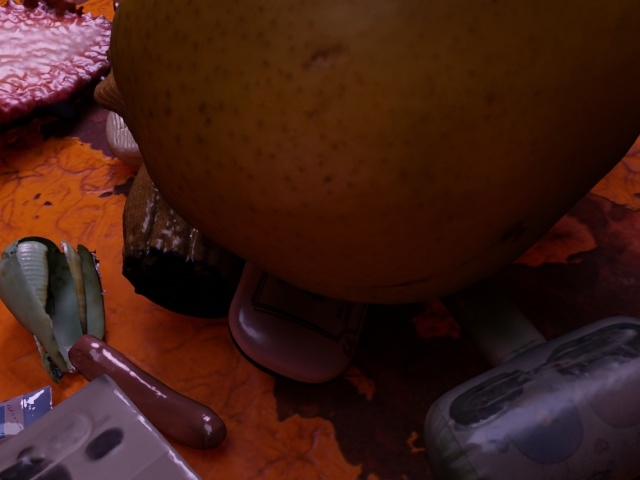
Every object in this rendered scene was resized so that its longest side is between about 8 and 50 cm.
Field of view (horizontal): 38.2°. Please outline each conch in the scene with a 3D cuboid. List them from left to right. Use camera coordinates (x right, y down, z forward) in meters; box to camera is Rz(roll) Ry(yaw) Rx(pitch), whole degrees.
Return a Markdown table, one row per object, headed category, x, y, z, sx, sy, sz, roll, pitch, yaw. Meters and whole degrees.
| category | x | y | z | sx | sy | sz | roll | pitch | yaw |
| --- | --- | --- | --- | --- | --- | --- | --- | --- | --- |
| conch | -0.258 | 0.060 | 0.927 | 0.106 | 0.079 | 0.170 | -32 | 62 | -9 |

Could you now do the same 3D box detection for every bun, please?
| category | x | y | z | sx | sy | sz | roll | pitch | yaw |
| --- | --- | --- | --- | --- | --- | --- | --- | --- | --- |
| bun | -0.196 | -0.134 | 1.100 | 0.115 | 0.069 | 0.115 | -11 | 62 | 20 |

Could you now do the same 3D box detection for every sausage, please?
| category | x | y | z | sx | sy | sz | roll | pitch | yaw |
| --- | --- | --- | --- | --- | --- | --- | --- | --- | --- |
| sausage | -0.156 | 0.138 | 0.832 | 0.186 | 0.043 | 0.043 | 26 | 57 | 29 |

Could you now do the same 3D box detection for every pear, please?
| category | x | y | z | sx | sy | sz | roll | pitch | yaw |
| --- | --- | --- | --- | --- | --- | --- | --- | --- | --- |
| pear | 0.053 | -0.134 | 0.717 | 0.418 | 0.362 | 0.362 | -5 | 45 | 0 |

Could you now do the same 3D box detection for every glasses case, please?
| category | x | y | z | sx | sy | sz | roll | pitch | yaw |
| --- | --- | --- | --- | --- | --- | --- | --- | --- | --- |
| glasses case | 0.000 | 0.000 | 0.886 | 0.122 | 0.075 | 0.314 | 24 | 49 | -7 |

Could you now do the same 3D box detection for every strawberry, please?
| category | x | y | z | sx | sy | sz | roll | pitch | yaw |
| --- | --- | --- | --- | --- | --- | --- | --- | --- | --- |
| strawberry | -0.407 | -0.204 | 1.209 | 0.306 | 0.138 | 0.233 | -9 | 59 | -30 |

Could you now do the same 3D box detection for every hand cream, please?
| category | x | y | z | sx | sy | sz | roll | pitch | yaw |
| --- | --- | --- | --- | --- | --- | --- | --- | --- | --- |
| hand cream | -0.326 | 0.182 | 0.842 | 0.170 | 0.043 | 0.065 | -15 | 49 | -7 |

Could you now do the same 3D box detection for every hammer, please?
| category | x | y | z | sx | sy | sz | roll | pitch | yaw |
| --- | --- | --- | --- | --- | --- | --- | --- | --- | --- |
| hammer | 0.145 | 0.078 | 0.778 | 0.206 | 0.119 | 0.335 | -22 | 38 | -7 |

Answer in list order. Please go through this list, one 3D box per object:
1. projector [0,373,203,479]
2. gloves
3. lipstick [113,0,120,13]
| category | x | y | z | sx | sy | sz | roll | pitch | yaw |
| --- | --- | --- | --- | --- | --- | --- | --- | --- | --- |
| projector | -0.143 | 0.270 | 0.556 | 0.249 | 0.248 | 0.248 | -36 | 48 | -20 |
| gloves | -0.124 | -0.093 | 0.940 | 0.155 | 0.203 | 0.356 | -16 | 60 | 11 |
| lipstick | -0.155 | -0.380 | 1.325 | 0.299 | 0.081 | 0.081 | -25 | 45 | -4 |
